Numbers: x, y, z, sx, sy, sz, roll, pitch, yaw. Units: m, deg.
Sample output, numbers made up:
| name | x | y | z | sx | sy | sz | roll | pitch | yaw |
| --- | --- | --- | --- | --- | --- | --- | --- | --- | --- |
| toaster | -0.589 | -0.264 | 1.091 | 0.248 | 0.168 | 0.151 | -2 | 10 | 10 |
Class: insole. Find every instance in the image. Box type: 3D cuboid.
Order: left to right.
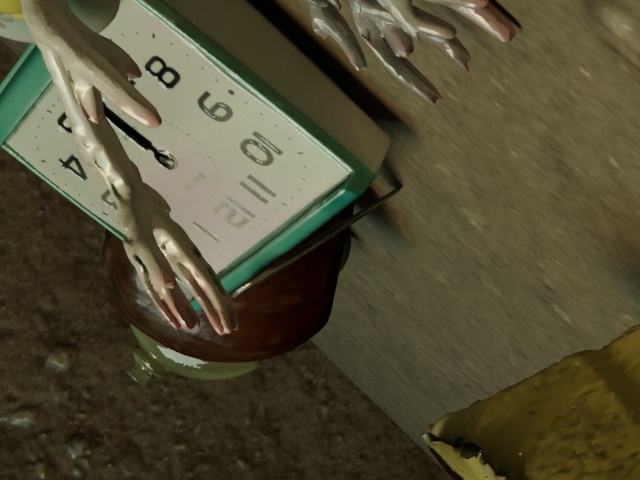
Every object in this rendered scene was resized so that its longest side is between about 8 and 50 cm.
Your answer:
| name | x | y | z | sx | sy | sz | roll | pitch | yaw |
| --- | --- | --- | --- | --- | --- | --- | --- | --- | --- |
| insole | 0.000 | 0.000 | 1.215 | 0.065 | 0.193 | 0.006 | -35 | 88 | 41 |

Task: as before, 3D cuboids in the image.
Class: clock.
| name | x | y | z | sx | sy | sz | roll | pitch | yaw |
| --- | --- | --- | --- | --- | --- | --- | --- | --- | --- |
| clock | -0.096 | -0.088 | 1.161 | 0.231 | 0.116 | 0.262 | 38 | 147 | -10 |

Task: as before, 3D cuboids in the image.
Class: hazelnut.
| name | x | y | z | sx | sy | sz | roll | pitch | yaw |
| --- | --- | --- | --- | --- | --- | --- | --- | --- | --- |
| hazelnut | -0.082 | -0.009 | 1.406 | 0.218 | 0.218 | 0.234 | 39 | 142 | 23 |

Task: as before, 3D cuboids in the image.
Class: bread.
| name | x | y | z | sx | sy | sz | roll | pitch | yaw |
| --- | --- | --- | --- | --- | --- | --- | --- | --- | --- |
| bread | 0.212 | 0.223 | 0.810 | 0.345 | 0.242 | 0.405 | 50 | -157 | -21 |

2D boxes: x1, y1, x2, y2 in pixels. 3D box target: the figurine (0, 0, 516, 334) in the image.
| name | x | y | z | sx | sy | sz | roll | pitch | yaw |
| --- | --- | --- | --- | --- | --- | --- | --- | --- | --- |
| figurine | -0.086 | -0.140 | 0.804 | 0.284 | 0.206 | 0.316 | 50 | 177 | -18 |

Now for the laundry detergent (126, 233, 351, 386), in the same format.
| name | x | y | z | sx | sy | sz | roll | pitch | yaw |
| --- | --- | --- | --- | --- | --- | --- | --- | --- | --- |
| laundry detergent | -0.099 | 0.048 | 1.658 | 0.181 | 0.253 | 0.091 | 37 | 171 | 30 |
